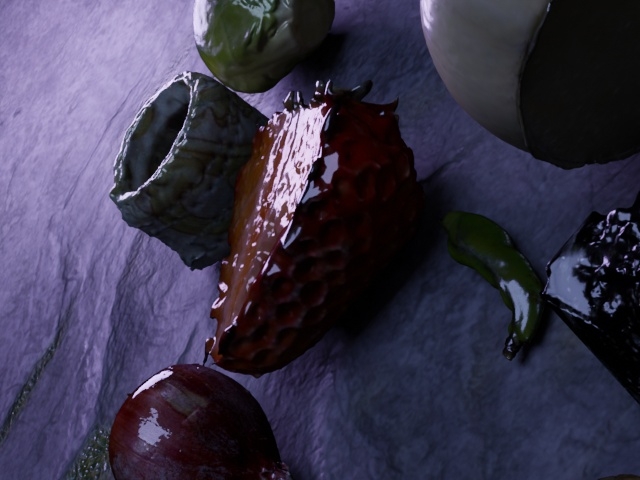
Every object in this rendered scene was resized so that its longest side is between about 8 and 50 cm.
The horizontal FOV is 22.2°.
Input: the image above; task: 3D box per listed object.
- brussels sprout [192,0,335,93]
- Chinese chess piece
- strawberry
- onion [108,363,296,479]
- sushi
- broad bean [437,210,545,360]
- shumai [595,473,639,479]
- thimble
[{"bbox_3d":[-0.071,-0.254,1.833,0.181,0.144,0.161,-14,51,41],"label":"brussels sprout"},{"bbox_3d":[0.241,-0.215,1.279,0.338,0.338,0.140,-48,57,12],"label":"Chinese chess piece"},{"bbox_3d":[0.008,-0.011,1.562,0.253,0.150,0.280,-39,37,57],"label":"strawberry"},{"bbox_3d":[-0.102,0.203,1.525,0.195,0.159,0.159,20,79,34],"label":"onion"},{"bbox_3d":[0.290,0.020,1.194,0.172,0.153,0.150,-47,11,-20],"label":"sushi"},{"bbox_3d":[0.154,0.022,1.443,0.061,0.046,0.195,-41,40,17],"label":"broad bean"},{"bbox_3d":[0.230,0.234,1.172,0.123,0.105,0.139,-1,63,-1],"label":"shumai"},{"bbox_3d":[-0.133,-0.073,1.768,0.190,0.143,0.137,-57,36,0],"label":"thimble"}]
